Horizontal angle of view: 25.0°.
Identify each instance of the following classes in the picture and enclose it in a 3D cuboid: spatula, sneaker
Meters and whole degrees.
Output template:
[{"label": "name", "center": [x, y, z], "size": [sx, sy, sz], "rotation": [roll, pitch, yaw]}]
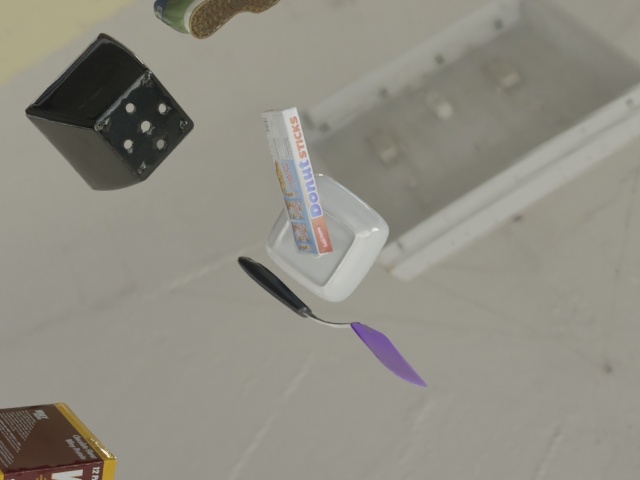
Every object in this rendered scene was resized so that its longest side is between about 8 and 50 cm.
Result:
[{"label": "spatula", "center": [0.003, 0.087, 1.676], "size": [0.296, 0.084, 0.030], "rotation": [29, -87, 35]}, {"label": "sneaker", "center": [-0.129, -0.310, 1.802], "size": [0.086, 0.064, 0.192], "rotation": [20, -142, 32]}]

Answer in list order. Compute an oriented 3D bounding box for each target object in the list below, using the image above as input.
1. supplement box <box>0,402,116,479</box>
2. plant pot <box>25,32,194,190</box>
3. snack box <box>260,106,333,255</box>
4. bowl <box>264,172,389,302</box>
[{"label": "supplement box", "center": [-0.432, 0.343, 2.112], "size": [0.194, 0.129, 0.191], "rotation": [-2, -158, -35]}, {"label": "plant pot", "center": [-0.311, -0.189, 2.256], "size": [0.188, 0.187, 0.167], "rotation": [-48, -147, -14]}, {"label": "snack box", "center": [-0.029, -0.070, 1.718], "size": [0.022, 0.178, 0.064], "rotation": [-19, -169, -25]}, {"label": "bowl", "center": [0.000, 0.000, 1.881], "size": [0.142, 0.142, 0.053], "rotation": [-57, 166, 20]}]
